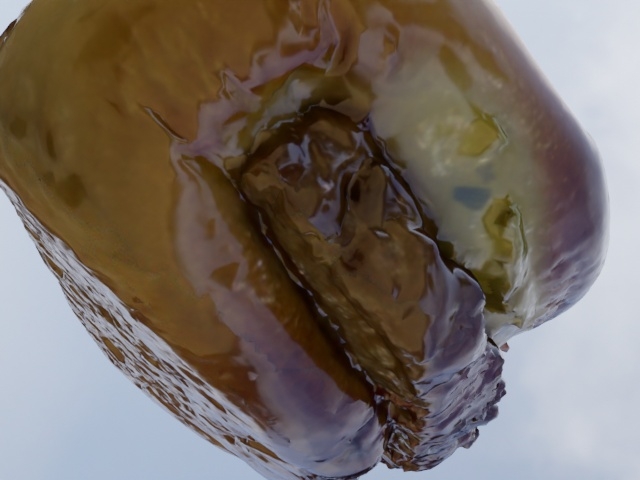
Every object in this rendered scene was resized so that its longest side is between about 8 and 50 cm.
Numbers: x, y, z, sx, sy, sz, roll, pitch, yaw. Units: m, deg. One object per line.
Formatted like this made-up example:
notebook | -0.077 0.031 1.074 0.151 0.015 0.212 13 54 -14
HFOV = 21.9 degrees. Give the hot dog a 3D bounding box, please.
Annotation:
hot dog | -0.002 0.001 0.749 0.223 0.185 0.405 38 -12 9
